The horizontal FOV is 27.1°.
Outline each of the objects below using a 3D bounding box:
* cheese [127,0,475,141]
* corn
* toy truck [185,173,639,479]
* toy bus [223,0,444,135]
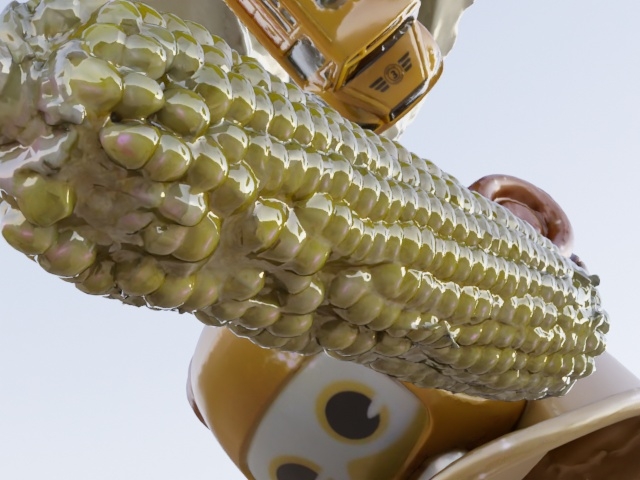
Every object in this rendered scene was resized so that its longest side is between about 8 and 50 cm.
[{"bbox_3d":[-0.019,-0.194,0.957,0.153,0.292,0.332,28,-49,29],"label":"cheese"},{"bbox_3d":[0.000,0.000,0.448,0.086,0.086,0.288,-22,-31,37],"label":"corn"},{"bbox_3d":[0.070,0.086,0.821,0.288,0.211,0.204,-1,-42,-36],"label":"toy truck"},{"bbox_3d":[-0.005,-0.128,0.668,0.162,0.069,0.074,48,-14,-4],"label":"toy bus"}]
